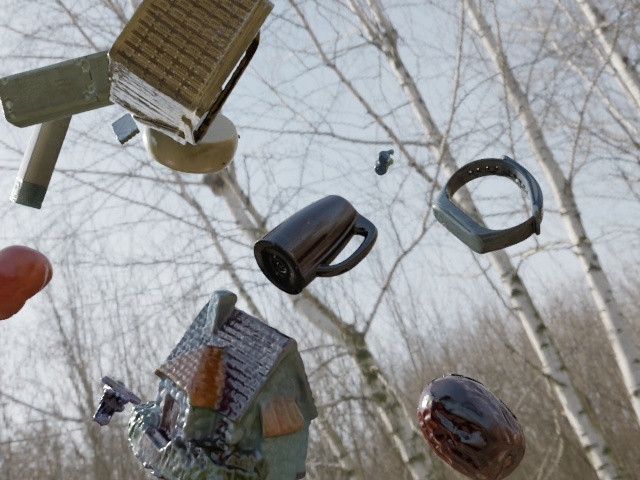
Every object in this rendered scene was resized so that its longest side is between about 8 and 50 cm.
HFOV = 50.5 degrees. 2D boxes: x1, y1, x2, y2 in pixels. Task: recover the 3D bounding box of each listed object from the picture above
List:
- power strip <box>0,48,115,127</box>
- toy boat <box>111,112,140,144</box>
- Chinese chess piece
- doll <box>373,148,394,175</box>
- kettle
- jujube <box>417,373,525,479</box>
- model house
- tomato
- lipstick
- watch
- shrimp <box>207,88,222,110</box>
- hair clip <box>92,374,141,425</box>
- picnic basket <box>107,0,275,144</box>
[{"bbox_3d":[-0.445,-0.289,1.259,0.288,0.093,0.053,-14,-4,-1],"label":"power strip"},{"bbox_3d":[-0.518,-0.298,1.801,0.063,0.115,0.016,-35,-49,-2],"label":"toy boat"},{"bbox_3d":[-0.366,-0.290,1.921,0.273,0.273,0.102,-2,-54,-25],"label":"Chinese chess piece"},{"bbox_3d":[0.195,-0.242,2.086,0.050,0.076,0.083,18,-45,-2],"label":"doll"},{"bbox_3d":[0.000,0.000,1.471,0.232,0.202,0.144,-42,-41,-32],"label":"kettle"},{"bbox_3d":[0.314,0.400,1.461,0.183,0.243,0.183,-17,-54,-25],"label":"jujube"},{"bbox_3d":[-0.181,0.289,1.368,0.297,0.339,0.360,8,7,-39],"label":"model house"},{"bbox_3d":[-0.956,0.126,2.081,0.260,0.260,0.180,-35,-72,32],"label":"tomato"},{"bbox_3d":[-0.700,-0.241,1.723,0.068,0.066,0.317,18,-86,-39],"label":"lipstick"},{"bbox_3d":[0.327,-0.070,1.283,0.193,0.206,0.068,-36,-42,-11],"label":"watch"},{"bbox_3d":[-0.344,-0.402,1.828,0.217,0.150,0.051,5,-18,35],"label":"shrimp"},{"bbox_3d":[-0.570,0.441,1.907,0.137,0.090,0.278,32,-2,-10],"label":"hair clip"},{"bbox_3d":[-0.216,-0.302,1.125,0.175,0.228,0.313,32,-11,-13],"label":"picnic basket"}]
